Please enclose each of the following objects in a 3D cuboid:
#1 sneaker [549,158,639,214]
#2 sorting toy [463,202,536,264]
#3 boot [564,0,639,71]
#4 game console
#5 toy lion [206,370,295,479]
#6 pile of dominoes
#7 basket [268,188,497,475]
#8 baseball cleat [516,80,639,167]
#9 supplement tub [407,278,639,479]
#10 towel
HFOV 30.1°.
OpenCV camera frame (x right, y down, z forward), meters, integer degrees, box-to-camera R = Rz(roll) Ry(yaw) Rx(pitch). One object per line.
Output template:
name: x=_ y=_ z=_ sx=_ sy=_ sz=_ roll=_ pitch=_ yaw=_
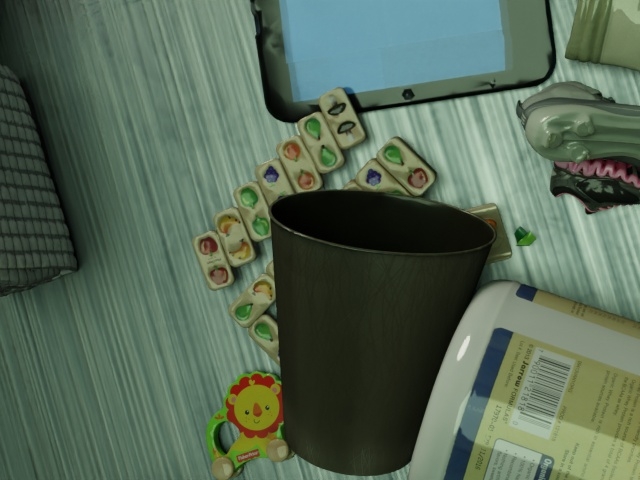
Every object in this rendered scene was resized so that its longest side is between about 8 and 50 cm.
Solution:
sneaker: x=0.268 y=-0.047 z=1.107 sx=0.119 sy=0.047 sz=0.057 roll=19 pitch=118 yaw=14
sorting toy: x=0.161 y=-0.005 z=1.133 sx=0.083 sy=0.012 sz=0.062 roll=-14 pitch=118 yaw=15
boot: x=0.320 y=-0.244 z=1.068 sx=0.165 sy=0.077 sz=0.213 roll=19 pitch=96 yaw=16
game console: x=0.053 y=-0.259 z=1.093 sx=0.293 sy=0.250 sz=0.173 roll=-8 pitch=63 yaw=15
toy lion: x=-0.072 y=0.184 z=1.205 sx=0.100 sy=0.034 sz=0.096 roll=-21 pitch=79 yaw=15
pile of dominoes: x=0.000 y=0.000 z=1.161 sx=0.196 sy=0.040 sz=0.251 roll=44 pitch=101 yaw=1
basket: x=0.040 y=0.085 z=1.089 sx=0.204 sy=0.154 sz=0.227 roll=5 pitch=111 yaw=-10
baseball cleat: x=0.280 y=-0.108 z=1.082 sx=0.205 sy=0.109 sz=0.072 roll=8 pitch=122 yaw=-13
supplement tub: x=0.254 y=0.183 z=1.015 sx=0.316 sy=0.228 sz=0.228 roll=19 pitch=96 yaw=14
towel: x=-0.362 y=-0.053 z=1.143 sx=0.121 sy=0.283 sz=0.235 roll=-17 pitch=87 yaw=13
